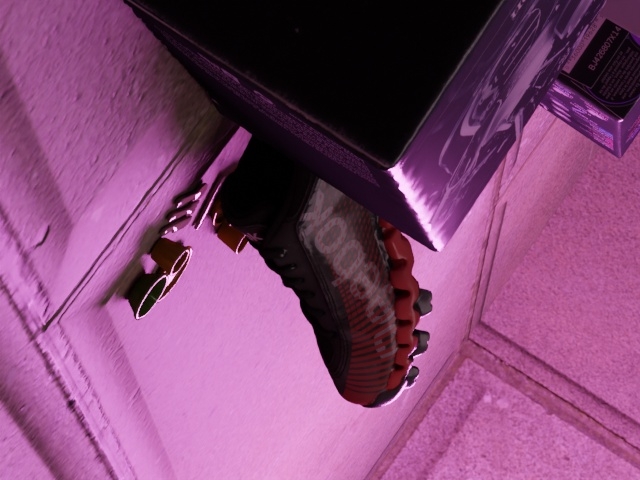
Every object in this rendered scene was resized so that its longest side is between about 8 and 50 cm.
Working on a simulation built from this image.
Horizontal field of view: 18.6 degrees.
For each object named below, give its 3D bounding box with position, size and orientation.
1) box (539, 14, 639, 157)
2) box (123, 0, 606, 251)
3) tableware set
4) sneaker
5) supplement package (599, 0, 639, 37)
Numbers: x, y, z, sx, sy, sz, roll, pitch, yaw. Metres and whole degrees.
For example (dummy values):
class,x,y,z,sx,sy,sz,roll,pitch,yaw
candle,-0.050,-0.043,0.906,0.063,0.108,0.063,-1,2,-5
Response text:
class,x,y,z,sx,sy,sz,roll,pitch,yaw
box,0.316,-0.210,2.142,0.165,0.143,0.270,-55,169,0
box,0.076,-0.197,1.068,0.343,0.179,0.312,-56,170,-2
tableware set,-0.081,0.003,1.355,0.104,0.024,0.154,-61,169,21
sneaker,0.000,0.000,1.318,0.135,0.097,0.276,-17,121,-20
supplement package,0.243,-0.310,1.408,0.263,0.198,0.199,-43,162,-51
